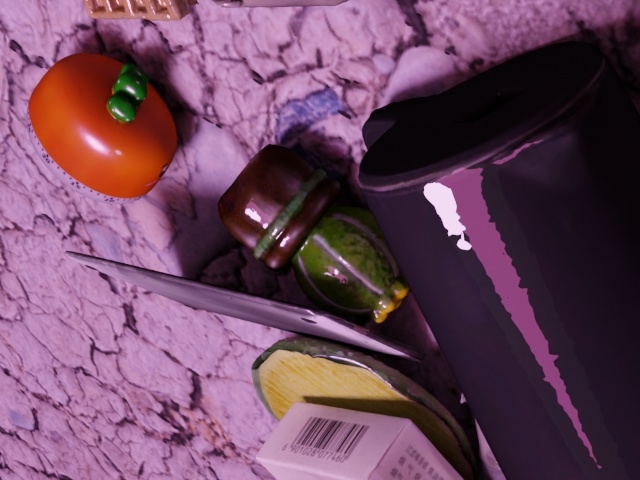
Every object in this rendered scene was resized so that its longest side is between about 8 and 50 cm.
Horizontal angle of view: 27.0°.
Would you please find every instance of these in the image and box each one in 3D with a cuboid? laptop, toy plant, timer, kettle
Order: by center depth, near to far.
[{"bbox_3d":[0.170,0.031,0.910,0.203,0.262,0.308,-27,106,12],"label":"kettle"},{"bbox_3d":[0.000,0.000,1.058,0.162,0.093,0.093,41,140,0],"label":"toy plant"},{"bbox_3d":[-0.175,-0.101,1.110,0.136,0.099,0.136,11,131,14],"label":"timer"},{"bbox_3d":[-0.064,0.056,1.129,0.269,0.015,0.188,12,171,32],"label":"laptop"}]

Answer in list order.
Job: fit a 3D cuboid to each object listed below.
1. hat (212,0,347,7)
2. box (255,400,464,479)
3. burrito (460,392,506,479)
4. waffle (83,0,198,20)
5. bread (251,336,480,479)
[{"bbox_3d":[-0.023,-0.265,0.815,0.214,0.149,0.244,37,151,6],"label":"hat"},{"bbox_3d":[0.082,0.250,1.163,0.256,0.069,0.164,49,154,-25],"label":"box"},{"bbox_3d":[0.160,0.176,1.113,0.064,0.064,0.203,9,134,33],"label":"burrito"},{"bbox_3d":[-0.153,-0.239,1.006,0.102,0.042,0.148,9,130,33],"label":"waffle"},{"bbox_3d":[0.040,0.158,1.187,0.228,0.033,0.228,23,149,15],"label":"bread"}]
